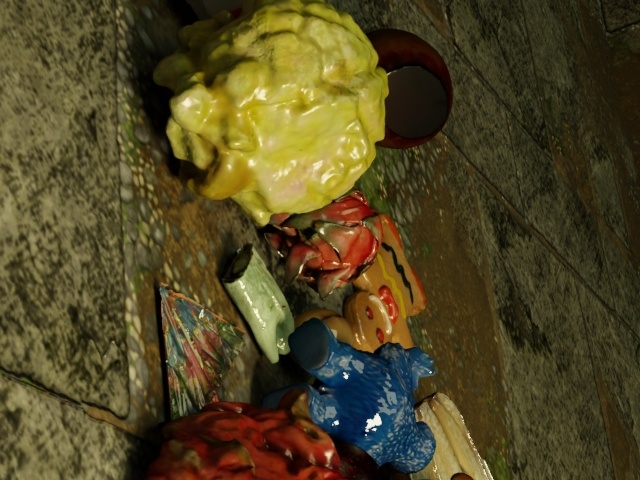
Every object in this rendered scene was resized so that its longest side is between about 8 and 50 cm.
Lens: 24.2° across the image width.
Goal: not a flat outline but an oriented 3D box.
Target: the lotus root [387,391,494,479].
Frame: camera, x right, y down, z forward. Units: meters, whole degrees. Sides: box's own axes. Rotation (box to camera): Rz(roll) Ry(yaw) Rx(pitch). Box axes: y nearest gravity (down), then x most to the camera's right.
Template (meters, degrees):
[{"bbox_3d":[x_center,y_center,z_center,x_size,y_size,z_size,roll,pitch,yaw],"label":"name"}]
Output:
[{"bbox_3d":[0.153,0.347,1.784,0.167,0.078,0.329,-24,97,-51],"label":"lotus root"}]

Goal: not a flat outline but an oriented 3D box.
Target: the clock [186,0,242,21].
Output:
[{"bbox_3d":[-0.116,-0.406,1.628,0.309,0.166,0.235,57,27,-28],"label":"clock"}]

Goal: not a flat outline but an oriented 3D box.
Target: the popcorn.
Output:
[{"bbox_3d":[-0.057,-0.143,1.521,0.259,0.259,0.212,50,6,-41],"label":"popcorn"}]

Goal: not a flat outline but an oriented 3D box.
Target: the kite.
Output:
[{"bbox_3d":[-0.116,0.126,1.416,0.189,0.009,0.232,66,24,-16],"label":"kite"}]

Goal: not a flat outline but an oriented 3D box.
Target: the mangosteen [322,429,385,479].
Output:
[{"bbox_3d":[-0.007,0.245,1.443,0.140,0.140,0.140,48,32,-44],"label":"mangosteen"}]

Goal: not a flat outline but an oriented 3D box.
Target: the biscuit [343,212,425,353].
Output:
[{"bbox_3d":[0.082,0.071,1.877,0.165,0.036,0.250,64,24,-14],"label":"biscuit"}]

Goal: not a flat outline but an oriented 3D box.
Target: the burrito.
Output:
[{"bbox_3d":[-0.061,0.066,1.548,0.118,0.044,0.074,60,21,-16],"label":"burrito"}]

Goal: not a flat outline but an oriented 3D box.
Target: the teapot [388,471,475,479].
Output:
[{"bbox_3d":[0.140,0.317,1.586,0.178,0.252,0.135,20,92,-36],"label":"teapot"}]

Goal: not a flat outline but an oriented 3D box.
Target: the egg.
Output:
[{"bbox_3d":[-0.004,0.108,1.607,0.083,0.071,0.071,4,68,-53],"label":"egg"}]

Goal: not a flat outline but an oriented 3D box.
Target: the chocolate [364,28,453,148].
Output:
[{"bbox_3d":[0.091,-0.205,1.983,0.177,0.177,0.176,48,32,-44],"label":"chocolate"}]

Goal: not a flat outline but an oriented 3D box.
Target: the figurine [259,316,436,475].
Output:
[{"bbox_3d":[0.051,0.186,1.559,0.262,0.121,0.164,20,92,-49],"label":"figurine"}]

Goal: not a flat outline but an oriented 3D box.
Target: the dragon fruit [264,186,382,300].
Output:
[{"bbox_3d":[0.002,-0.007,1.667,0.142,0.130,0.121,-17,122,-69],"label":"dragon fruit"}]

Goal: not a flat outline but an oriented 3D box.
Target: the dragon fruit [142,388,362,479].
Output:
[{"bbox_3d":[-0.025,0.253,1.236,0.286,0.228,0.329,34,46,-52],"label":"dragon fruit"}]
